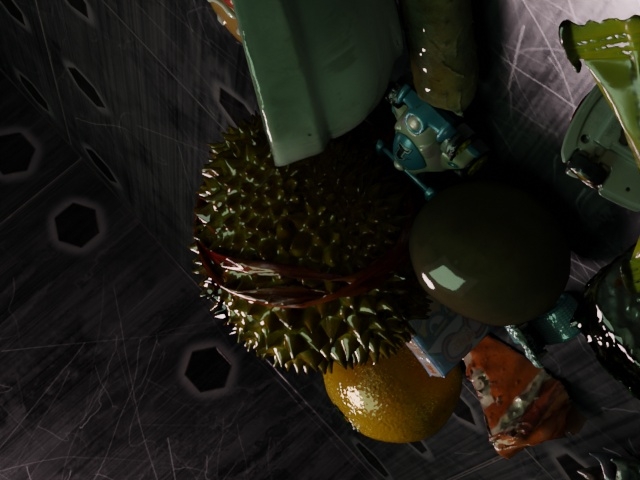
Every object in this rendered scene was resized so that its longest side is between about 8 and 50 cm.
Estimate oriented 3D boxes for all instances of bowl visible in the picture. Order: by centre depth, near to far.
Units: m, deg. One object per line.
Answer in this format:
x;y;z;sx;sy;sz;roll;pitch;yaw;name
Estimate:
-0.015;-0.241;1.350;0.307;0.163;0.307;-17;-90;-89;bowl

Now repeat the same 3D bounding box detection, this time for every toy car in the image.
0.279;-0.080;1.170;0.139;0.112;0.112;33;-178;-2;toy car
0.113;-0.111;1.500;0.126;0.098;0.161;43;-172;13;toy car

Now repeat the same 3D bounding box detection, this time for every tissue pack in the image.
0.161;0.105;1.936;0.155;0.115;0.065;53;162;-12;tissue pack

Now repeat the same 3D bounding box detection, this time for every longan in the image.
0.193;0.016;1.513;0.189;0.189;0.189;45;165;15;longan

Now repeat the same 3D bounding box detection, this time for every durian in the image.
0.000;-0.004;1.686;0.384;0.348;0.347;43;171;-33;durian

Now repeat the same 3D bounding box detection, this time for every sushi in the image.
0.360;0.114;1.358;0.225;0.124;0.127;46;165;10;sushi

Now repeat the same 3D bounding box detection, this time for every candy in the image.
0.301;-0.068;1.031;0.187;0.081;0.297;-10;136;19;candy

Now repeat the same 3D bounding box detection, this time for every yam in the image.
0.111;-0.247;1.266;0.083;0.083;0.371;41;163;26;yam

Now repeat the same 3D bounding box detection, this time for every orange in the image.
0.117;0.219;2.167;0.236;0.236;0.236;45;165;15;orange

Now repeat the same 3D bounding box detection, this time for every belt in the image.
0.267;0.112;1.687;0.065;0.100;0.179;53;168;-3;belt

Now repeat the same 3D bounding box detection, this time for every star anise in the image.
0.441;0.360;1.876;0.204;0.061;0.180;50;160;-16;star anise

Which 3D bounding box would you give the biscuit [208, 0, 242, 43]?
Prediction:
-0.143;-0.369;1.750;0.216;0.047;0.340;41;163;32;biscuit

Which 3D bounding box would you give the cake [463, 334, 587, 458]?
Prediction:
0.261;0.218;1.968;0.098;0.135;0.287;41;-179;-35;cake
